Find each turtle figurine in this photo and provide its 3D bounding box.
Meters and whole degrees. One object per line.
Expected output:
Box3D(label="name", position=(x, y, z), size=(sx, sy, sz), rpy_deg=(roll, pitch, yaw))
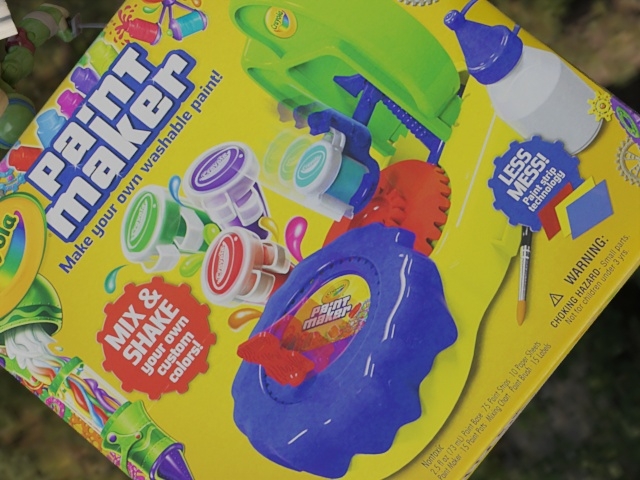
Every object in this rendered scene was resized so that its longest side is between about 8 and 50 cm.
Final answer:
Box3D(label="turtle figurine", position=(-0.315, -0.141, 1.599), size=(0.266, 0.275, 0.197), rpy_deg=(31, 129, 41))

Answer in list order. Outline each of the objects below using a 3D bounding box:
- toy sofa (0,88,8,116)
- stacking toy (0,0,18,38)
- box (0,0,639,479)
Box3D(label="toy sofa", position=(-0.467, -0.136, 1.359), size=(0.177, 0.363, 0.150), rpy_deg=(103, -175, -53))
Box3D(label="stacking toy", position=(-0.290, -0.131, 1.042), size=(0.221, 0.167, 0.052), rpy_deg=(-135, 25, -76))
Box3D(label="box", position=(0.000, 0.000, 0.834), size=(0.279, 0.290, 0.177), rpy_deg=(38, -177, 10))
